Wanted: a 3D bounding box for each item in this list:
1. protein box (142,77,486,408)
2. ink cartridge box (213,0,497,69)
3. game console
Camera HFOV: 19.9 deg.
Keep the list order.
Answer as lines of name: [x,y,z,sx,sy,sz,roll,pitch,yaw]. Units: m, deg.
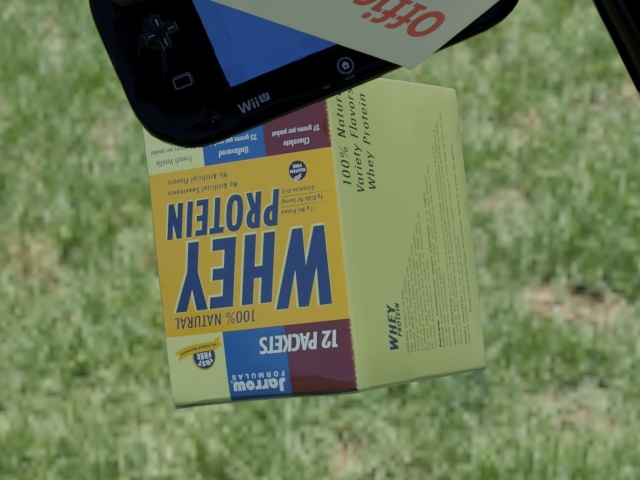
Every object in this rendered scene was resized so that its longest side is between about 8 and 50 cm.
protein box: [0.000,0.000,1.201,0.136,0.200,0.201,-7,-3,27]
ink cartridge box: [0.041,-0.232,0.670,0.198,0.270,0.197,10,48,-55]
game console: [0.073,-0.138,0.875,0.361,0.213,0.044,-23,-14,-7]
